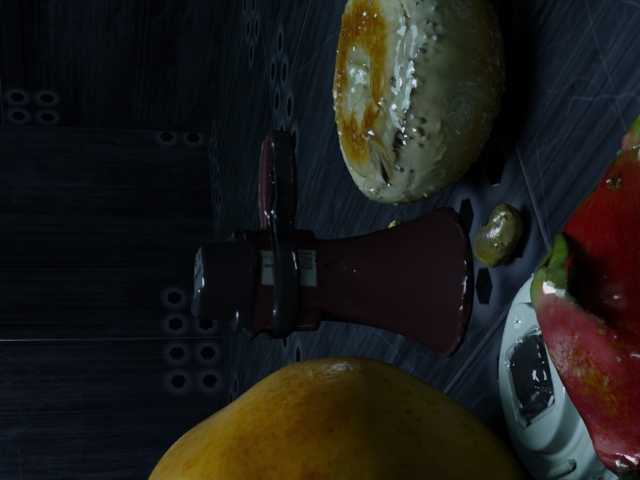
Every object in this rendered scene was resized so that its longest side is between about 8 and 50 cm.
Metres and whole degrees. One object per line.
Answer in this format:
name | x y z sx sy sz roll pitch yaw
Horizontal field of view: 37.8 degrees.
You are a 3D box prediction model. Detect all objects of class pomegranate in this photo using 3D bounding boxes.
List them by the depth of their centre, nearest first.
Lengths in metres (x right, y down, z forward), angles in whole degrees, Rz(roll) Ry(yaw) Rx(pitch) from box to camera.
pomegranate | 0.023 0.317 0.938 0.417 0.417 0.416 -179 90 -76

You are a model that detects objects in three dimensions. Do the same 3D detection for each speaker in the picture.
speaker | 0.015 0.003 1.164 0.198 0.330 0.259 -153 71 -74

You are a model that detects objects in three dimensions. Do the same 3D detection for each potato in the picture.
potato | 0.189 -0.001 1.001 0.046 0.045 0.092 -55 -6 -37

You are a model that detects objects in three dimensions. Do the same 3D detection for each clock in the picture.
clock | 0.216 0.128 0.874 0.236 0.053 0.236 180 90 -76

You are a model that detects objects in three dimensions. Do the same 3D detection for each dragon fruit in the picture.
dragon fruit | 0.244 0.032 0.580 0.269 0.200 0.198 -52 -6 -21

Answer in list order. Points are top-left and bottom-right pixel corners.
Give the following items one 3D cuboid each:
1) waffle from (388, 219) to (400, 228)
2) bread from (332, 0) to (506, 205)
waffle | 0.112 0.010 1.360 0.078 0.016 0.085 105 160 -43
bread | 0.113 -0.181 1.081 0.305 0.159 0.305 -176 90 -75
